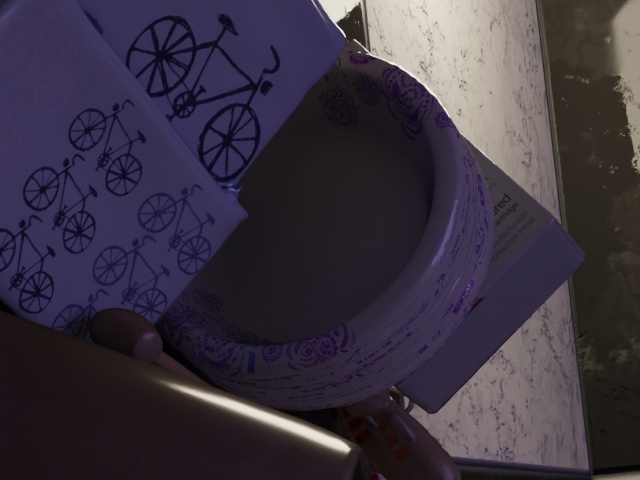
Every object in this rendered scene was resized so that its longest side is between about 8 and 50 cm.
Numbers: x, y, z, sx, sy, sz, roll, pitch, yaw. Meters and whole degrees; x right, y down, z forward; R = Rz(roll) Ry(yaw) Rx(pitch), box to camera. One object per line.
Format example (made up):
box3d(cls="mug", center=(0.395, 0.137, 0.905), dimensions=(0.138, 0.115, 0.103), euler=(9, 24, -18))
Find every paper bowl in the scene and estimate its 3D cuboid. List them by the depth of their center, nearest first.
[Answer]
box3d(cls="paper bowl", center=(0.000, 0.000, 1.388), dimensions=(0.148, 0.284, 0.284), euler=(47, 38, -54))

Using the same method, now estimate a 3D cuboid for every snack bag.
box3d(cls="snack bag", center=(-0.124, -0.099, 1.188), dimensions=(0.342, 0.037, 0.323), euler=(-52, 143, -13))

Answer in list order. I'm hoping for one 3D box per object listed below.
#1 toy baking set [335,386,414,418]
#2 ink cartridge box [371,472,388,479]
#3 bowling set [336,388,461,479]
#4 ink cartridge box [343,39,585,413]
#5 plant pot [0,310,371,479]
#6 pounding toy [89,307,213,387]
box3d(cls="toy baking set", center=(0.057, 0.154, 1.686), dimensions=(0.030, 0.197, 0.256), euler=(-35, 121, -20))
box3d(cls="ink cartridge box", center=(-0.089, 0.291, 0.979), dimensions=(0.130, 0.309, 0.272), euler=(48, 38, -56))
box3d(cls="bowling set", center=(-0.005, 0.205, 1.511), dimensions=(0.154, 0.200, 0.287), euler=(51, -11, 5))
box3d(cls="ink cartridge box", center=(0.063, -0.016, 1.528), dimensions=(0.273, 0.197, 0.114), euler=(45, 2, 30))
box3d(cls="plant pot", center=(-0.125, 0.174, 0.817), dimensions=(0.323, 0.280, 0.323), euler=(4, 90, -82))
box3d(cls="pounding toy", center=(-0.081, 0.179, 1.200), dimensions=(0.155, 0.154, 0.269), euler=(-22, 108, -26))
